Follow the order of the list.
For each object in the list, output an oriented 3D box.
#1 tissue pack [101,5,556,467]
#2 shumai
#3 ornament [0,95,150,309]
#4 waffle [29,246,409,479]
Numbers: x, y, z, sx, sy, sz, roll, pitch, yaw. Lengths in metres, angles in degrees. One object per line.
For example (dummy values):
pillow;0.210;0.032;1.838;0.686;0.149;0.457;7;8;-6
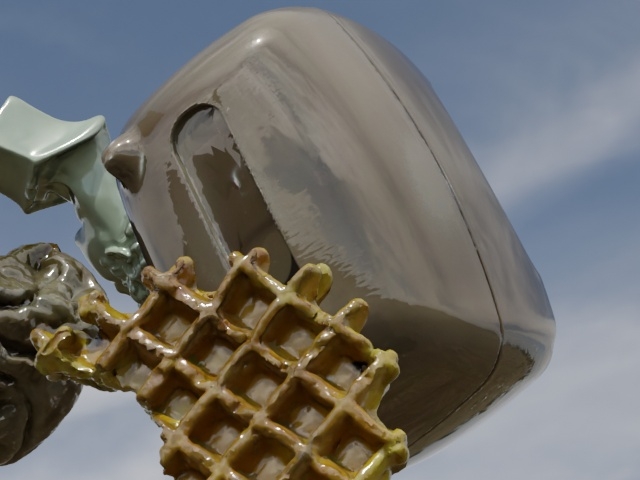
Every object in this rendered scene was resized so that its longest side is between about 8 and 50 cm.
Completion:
tissue pack;0.000;0.000;1.603;0.267;0.387;0.277;-37;-22;26
shumai;-0.309;0.090;1.825;0.218;0.184;0.185;-48;-21;-11
ornament;-0.229;-0.043;1.975;0.285;0.120;0.130;44;-35;-1
waffle;-0.062;0.142;1.329;0.260;0.293;0.069;-16;-26;7
